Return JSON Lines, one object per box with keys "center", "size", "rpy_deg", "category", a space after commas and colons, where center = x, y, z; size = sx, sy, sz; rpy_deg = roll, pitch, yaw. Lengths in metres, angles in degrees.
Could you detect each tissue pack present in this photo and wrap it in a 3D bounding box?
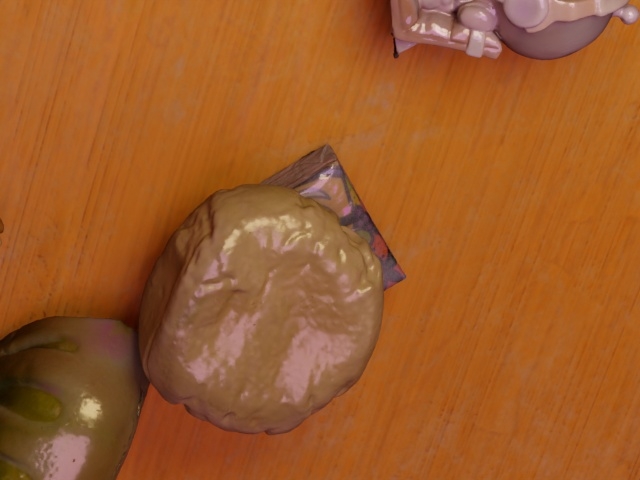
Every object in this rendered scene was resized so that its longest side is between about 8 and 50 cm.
{"center": [0.000, 0.000, 1.414], "size": [0.108, 0.060, 0.148], "rpy_deg": [-31, 114, 0], "category": "tissue pack"}

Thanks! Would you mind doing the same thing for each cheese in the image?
{"center": [-0.049, 0.066, 1.342], "size": [0.214, 0.117, 0.226], "rpy_deg": [25, 106, -22], "category": "cheese"}

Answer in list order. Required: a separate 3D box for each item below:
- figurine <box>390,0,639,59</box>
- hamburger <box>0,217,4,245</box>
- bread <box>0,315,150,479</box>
{"center": [0.170, -0.233, 1.323], "size": [0.236, 0.162, 0.141], "rpy_deg": [3, 115, 4], "category": "figurine"}
{"center": [-0.323, -0.012, 1.308], "size": [0.076, 0.083, 0.044], "rpy_deg": [-18, 125, -45], "category": "hamburger"}
{"center": [-0.258, 0.183, 1.357], "size": [0.158, 0.156, 0.261], "rpy_deg": [27, 84, -22], "category": "bread"}
